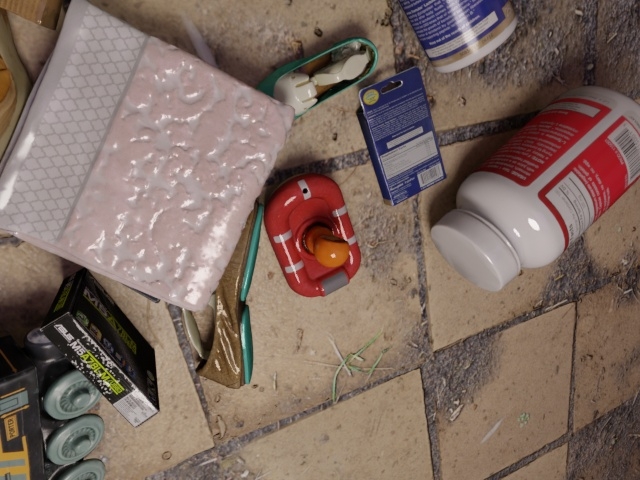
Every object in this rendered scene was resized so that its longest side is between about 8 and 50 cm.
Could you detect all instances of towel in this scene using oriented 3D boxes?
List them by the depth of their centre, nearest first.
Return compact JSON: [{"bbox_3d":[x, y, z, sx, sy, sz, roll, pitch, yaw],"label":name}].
[{"bbox_3d":[-0.239,-0.104,0.570,0.317,0.053,0.331,25,93,-16],"label":"towel"}]

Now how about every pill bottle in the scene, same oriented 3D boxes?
[{"bbox_3d":[0.196,-0.427,0.669,0.153,0.153,0.264,-44,117,-6],"label":"pill bottle"},{"bbox_3d":[0.427,-0.095,0.819,0.408,0.229,0.229,-41,116,-8],"label":"pill bottle"}]

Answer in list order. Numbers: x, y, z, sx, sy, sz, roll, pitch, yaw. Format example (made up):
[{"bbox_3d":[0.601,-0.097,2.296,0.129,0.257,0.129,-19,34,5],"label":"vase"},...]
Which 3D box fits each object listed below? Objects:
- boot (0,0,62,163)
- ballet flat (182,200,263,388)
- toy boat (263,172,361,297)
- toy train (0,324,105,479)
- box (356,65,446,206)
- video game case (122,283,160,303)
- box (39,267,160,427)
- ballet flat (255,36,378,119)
[{"bbox_3d":[-0.463,-0.224,0.489,0.211,0.104,0.295,21,97,-18],"label":"boot"},{"bbox_3d":[-0.169,0.094,0.701,0.124,0.116,0.342,5,107,-4],"label":"ballet flat"},{"bbox_3d":[0.000,0.000,0.707,0.151,0.151,0.231,-26,113,-15],"label":"toy boat"},{"bbox_3d":[-0.420,0.278,0.576,0.190,0.142,0.333,-14,122,-49],"label":"toy train"},{"bbox_3d":[0.153,-0.194,0.781,0.136,0.036,0.225,-28,115,-14],"label":"box"},{"bbox_3d":[-0.271,-0.082,0.614,0.248,0.035,0.274,36,89,-19],"label":"video game case"},{"bbox_3d":[-0.308,0.148,0.601,0.045,0.184,0.190,-32,114,-11],"label":"box"},{"bbox_3d":[-0.009,-0.259,0.666,0.247,0.087,0.083,-34,115,-11],"label":"ballet flat"}]
